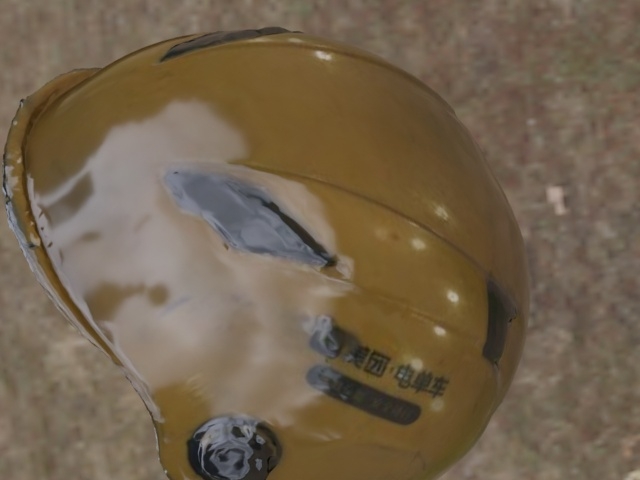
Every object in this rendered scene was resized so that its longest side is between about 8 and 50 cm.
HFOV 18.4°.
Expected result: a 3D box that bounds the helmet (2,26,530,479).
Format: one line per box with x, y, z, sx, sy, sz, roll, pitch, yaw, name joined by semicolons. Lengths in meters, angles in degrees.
0.000;0.000;0.755;0.130;0.224;0.198;-33;40;22;helmet
